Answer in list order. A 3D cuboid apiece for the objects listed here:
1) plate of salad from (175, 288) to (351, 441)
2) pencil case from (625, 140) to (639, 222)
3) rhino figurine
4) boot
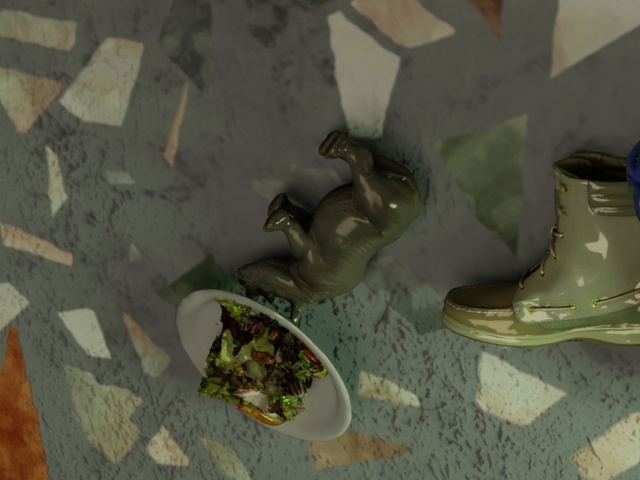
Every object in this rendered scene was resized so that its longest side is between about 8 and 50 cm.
[{"bbox_3d":[-0.060,0.126,1.861,0.200,0.048,0.200,27,145,20],"label":"plate of salad"},{"bbox_3d":[0.347,0.043,1.607,0.119,0.133,0.306,22,140,62],"label":"pencil case"},{"bbox_3d":[0.000,0.000,1.783,0.106,0.073,0.243,34,128,-9],"label":"rhino figurine"},{"bbox_3d":[0.204,0.007,1.695,0.213,0.077,0.165,0,117,16],"label":"boot"}]
